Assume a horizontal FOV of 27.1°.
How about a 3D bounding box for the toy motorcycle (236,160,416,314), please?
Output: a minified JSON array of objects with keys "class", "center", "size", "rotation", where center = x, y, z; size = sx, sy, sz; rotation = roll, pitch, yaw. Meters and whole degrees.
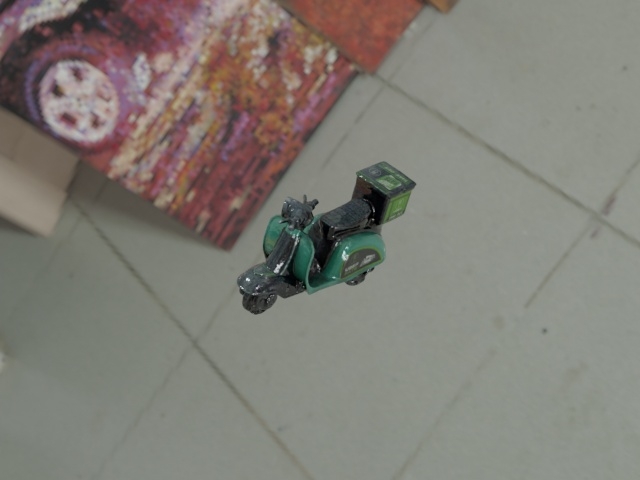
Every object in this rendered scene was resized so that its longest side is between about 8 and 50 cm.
[{"class":"toy motorcycle","center":[0.000,0.000,1.084],"size":[0.058,0.173,0.100],"rotation":[37,129,29]}]
